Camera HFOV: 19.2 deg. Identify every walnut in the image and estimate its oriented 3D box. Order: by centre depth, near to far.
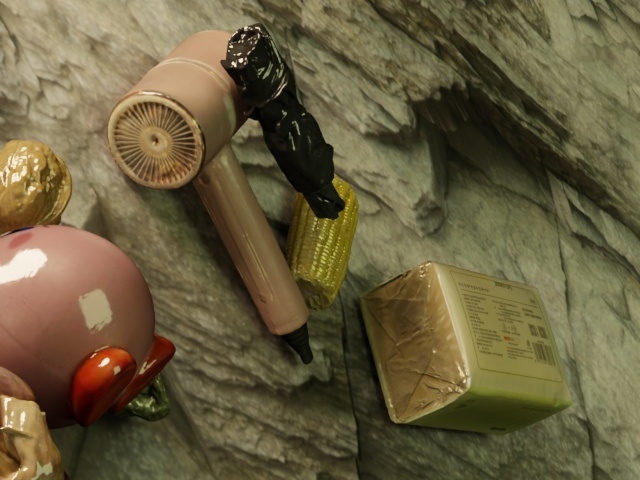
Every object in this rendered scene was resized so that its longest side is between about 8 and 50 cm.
[{"bbox_3d":[-0.254,-0.039,1.623,0.079,0.082,0.096,76,19,-53],"label":"walnut"}]

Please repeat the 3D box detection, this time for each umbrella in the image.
[{"bbox_3d":[-0.029,-0.110,1.872,0.066,0.059,0.236,-59,136,-30],"label":"umbrella"}]

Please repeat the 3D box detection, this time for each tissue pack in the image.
[{"bbox_3d":[0.164,0.125,2.119,0.234,0.125,0.159,12,58,-53],"label":"tissue pack"}]

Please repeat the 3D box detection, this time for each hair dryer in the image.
[{"bbox_3d":[-0.081,-0.029,1.899,0.344,0.106,0.189,66,27,-18],"label":"hair dryer"}]

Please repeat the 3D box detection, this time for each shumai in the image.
[{"bbox_3d":[-0.182,0.133,1.647,0.080,0.082,0.083,-29,78,-23],"label":"shumai"}]

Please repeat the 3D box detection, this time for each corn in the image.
[{"bbox_3d":[0.000,0.000,2.016,0.085,0.063,0.165,71,21,-44],"label":"corn"}]

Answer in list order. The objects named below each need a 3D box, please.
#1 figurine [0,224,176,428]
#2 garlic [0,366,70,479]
[{"bbox_3d":[-0.216,0.067,1.523,0.173,0.173,0.173,37,40,-40],"label":"figurine"},{"bbox_3d":[-0.261,0.192,1.364,0.245,0.160,0.245,38,44,-51],"label":"garlic"}]
